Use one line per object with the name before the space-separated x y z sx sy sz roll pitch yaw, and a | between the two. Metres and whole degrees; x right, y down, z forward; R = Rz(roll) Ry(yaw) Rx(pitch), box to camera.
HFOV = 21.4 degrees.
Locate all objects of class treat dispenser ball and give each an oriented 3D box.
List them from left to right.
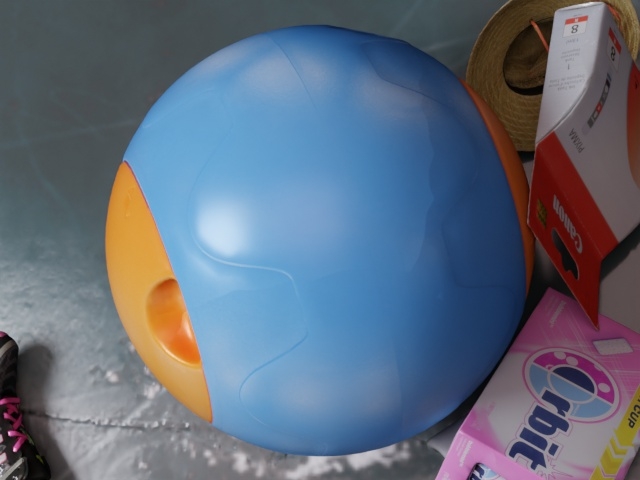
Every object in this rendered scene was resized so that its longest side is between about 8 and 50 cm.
treat dispenser ball | 0.000 0.000 1.135 0.288 0.288 0.288 -2 78 9

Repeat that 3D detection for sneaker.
sneaker | -0.234 0.154 1.260 0.074 0.063 0.170 6 84 11

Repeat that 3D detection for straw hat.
straw hat | 0.160 -0.141 1.253 0.144 0.144 0.061 -38 37 0

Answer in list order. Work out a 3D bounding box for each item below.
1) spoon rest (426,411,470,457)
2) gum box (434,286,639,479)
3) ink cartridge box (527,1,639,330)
spoon rest | 0.164 0.238 1.165 0.137 0.084 0.276 -34 74 1
gum box | 0.161 0.125 1.141 0.107 0.062 0.188 28 41 11
ink cartridge box | 0.192 -0.051 1.161 0.045 0.145 0.179 -8 53 26
